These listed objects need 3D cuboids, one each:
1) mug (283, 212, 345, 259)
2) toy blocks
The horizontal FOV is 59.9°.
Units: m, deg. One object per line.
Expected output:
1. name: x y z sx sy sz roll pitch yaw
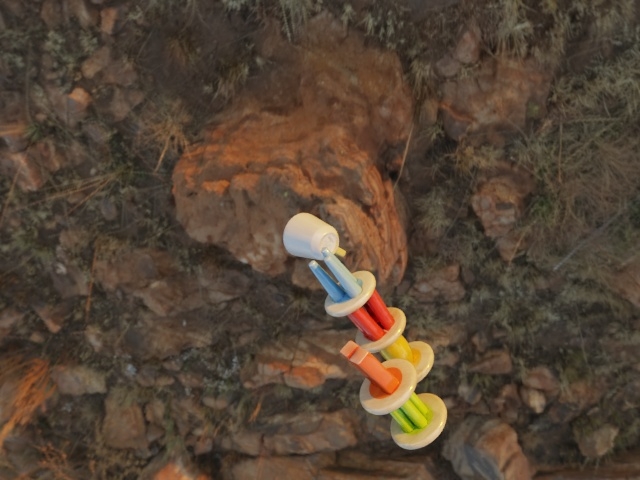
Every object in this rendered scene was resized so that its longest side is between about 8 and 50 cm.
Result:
1. mug: -0.002 -0.003 0.761 0.064 0.078 0.062 19 115 50
2. toy blocks: 0.042 0.084 0.466 0.054 0.123 0.148 -32 114 18
